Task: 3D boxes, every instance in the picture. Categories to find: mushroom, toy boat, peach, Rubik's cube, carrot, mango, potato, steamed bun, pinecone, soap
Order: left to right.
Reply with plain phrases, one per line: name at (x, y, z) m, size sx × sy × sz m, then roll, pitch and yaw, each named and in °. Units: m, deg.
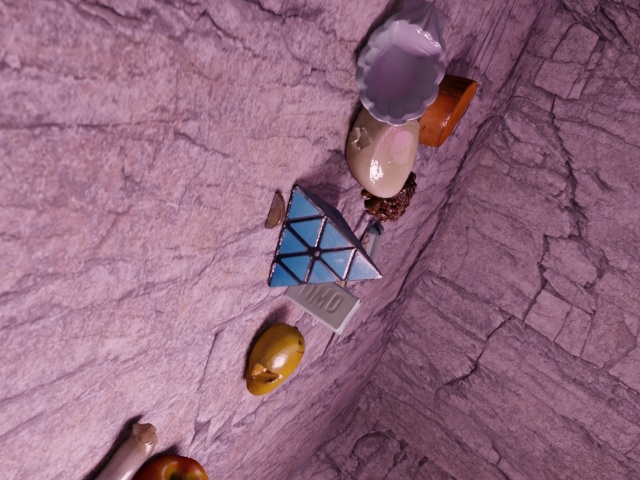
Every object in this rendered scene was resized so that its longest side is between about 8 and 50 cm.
mushroom at (-0.453, 0.524, 1.038) m, size 0.277 × 0.099 × 0.096 m, roll -56°, pitch 172°, yaw -18°
peach at (-0.418, 0.717, 1.249) m, size 0.249 × 0.245 × 0.274 m, roll 10°, pitch 125°, yaw -37°
mango at (-0.143, 0.363, 1.439) m, size 0.167 × 0.130 × 0.261 m, roll -19°, pitch 141°, yaw -50°
potato at (-0.093, -0.064, 1.093) m, size 0.037 × 0.036 × 0.093 m, roll -17°, pitch 134°, yaw -55°
Rubik's cube at (-0.002, -0.001, 1.241) m, size 0.234 × 0.229 × 0.228 m, roll 1°, pitch 80°, yaw -25°
soap at (0.007, 0.171, 1.403) m, size 0.119 × 0.198 × 0.066 m, roll -54°, pitch 157°, yaw -11°
toy boat at (0.171, 0.033, 1.772) m, size 0.134 × 0.079 × 0.207 m, roll -27°, pitch 133°, yaw -65°
steamed bun at (0.138, -0.227, 1.220) m, size 0.153 × 0.170 × 0.238 m, roll -12°, pitch 131°, yaw -31°
pinecone at (0.208, -0.146, 1.480) m, size 0.179 × 0.150 × 0.195 m, roll -49°, pitch 157°, yaw -24°
toy boat at (0.182, -0.400, 1.092) m, size 0.290 × 0.200 × 0.100 m, roll -63°, pitch -165°, yaw 0°
carrot at (0.439, -0.439, 1.663) m, size 0.258 × 0.100 × 0.307 m, roll -57°, pitch 161°, yaw 5°

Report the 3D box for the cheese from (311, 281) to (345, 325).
cheese at (0.014, 0.201, 1.645) m, size 0.137 × 0.064 × 0.227 m, roll -21°, pitch 139°, yaw -54°
